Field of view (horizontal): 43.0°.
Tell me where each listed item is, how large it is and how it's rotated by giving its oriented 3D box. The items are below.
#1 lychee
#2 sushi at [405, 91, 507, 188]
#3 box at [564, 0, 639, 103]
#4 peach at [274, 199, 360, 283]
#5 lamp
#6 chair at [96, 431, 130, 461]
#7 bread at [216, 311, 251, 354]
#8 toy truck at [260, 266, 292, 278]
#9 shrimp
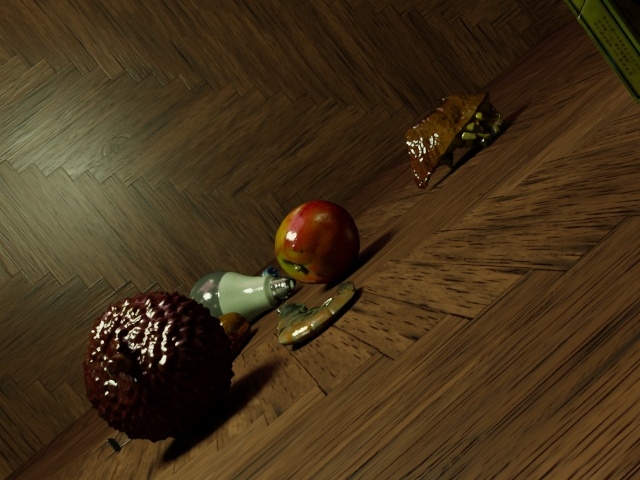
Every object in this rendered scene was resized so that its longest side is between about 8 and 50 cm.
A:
[{"bbox_3d":[-0.276,0.210,1.383,0.264,0.264,0.300,-38,-17,6],"label":"lychee"},{"bbox_3d":[0.331,-0.263,2.012,0.296,0.179,0.167,-39,-13,-39],"label":"sushi"},{"bbox_3d":[0.447,-0.327,1.194,0.141,0.220,0.064,-42,6,-39],"label":"box"},{"bbox_3d":[0.000,0.000,1.753,0.197,0.197,0.197,-39,5,4],"label":"peach"},{"bbox_3d":[-0.200,0.151,2.157,0.314,0.182,0.182,-17,9,11],"label":"lamp"},{"bbox_3d":[-0.460,0.455,1.829,0.086,0.037,0.042,-43,-7,-4],"label":"chair"},{"bbox_3d":[-0.252,0.256,1.857,0.124,0.084,0.344,-37,5,23],"label":"bread"},{"bbox_3d":[-0.125,0.116,2.364,0.056,0.090,0.073,-32,52,51],"label":"toy truck"},{"bbox_3d":[-0.013,0.123,1.505,0.169,0.058,0.296,-33,9,-4],"label":"shrimp"}]
